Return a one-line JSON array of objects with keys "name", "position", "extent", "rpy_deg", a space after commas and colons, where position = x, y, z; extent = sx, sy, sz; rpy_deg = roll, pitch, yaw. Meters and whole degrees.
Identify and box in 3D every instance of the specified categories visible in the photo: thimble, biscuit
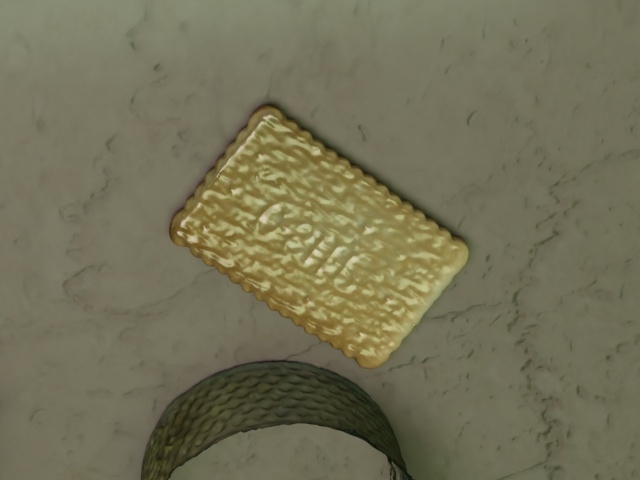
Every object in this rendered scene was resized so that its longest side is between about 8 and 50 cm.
[{"name": "thimble", "position": [-0.035, 0.257, 1.793], "extent": [0.271, 0.150, 0.270], "rpy_deg": [-3, 112, -6]}, {"name": "biscuit", "position": [0.000, 0.000, 1.761], "extent": [0.250, 0.030, 0.160], "rpy_deg": [33, 104, -18]}]
